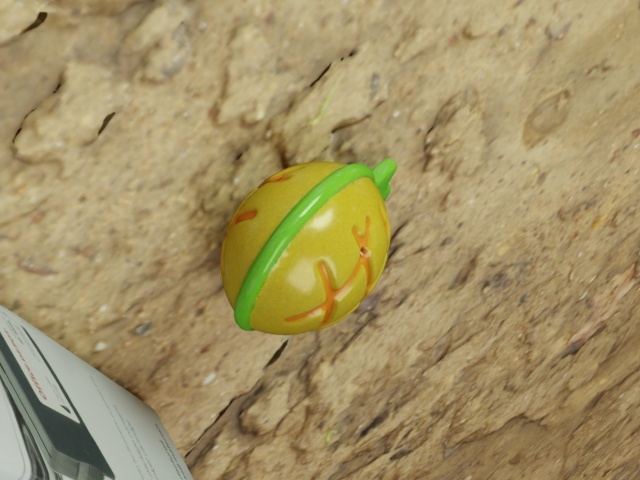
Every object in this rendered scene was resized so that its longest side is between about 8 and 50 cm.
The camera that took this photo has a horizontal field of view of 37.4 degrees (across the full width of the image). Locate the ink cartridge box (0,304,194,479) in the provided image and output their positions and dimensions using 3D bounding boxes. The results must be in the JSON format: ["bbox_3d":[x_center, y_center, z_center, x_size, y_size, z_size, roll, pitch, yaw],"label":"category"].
[{"bbox_3d":[-0.265,0.168,0.509,0.285,0.166,0.395,-39,144,-2],"label":"ink cartridge box"}]

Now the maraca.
[{"bbox_3d":[0.000,0.000,0.629,0.127,0.099,0.185,-57,167,26],"label":"maraca"}]
